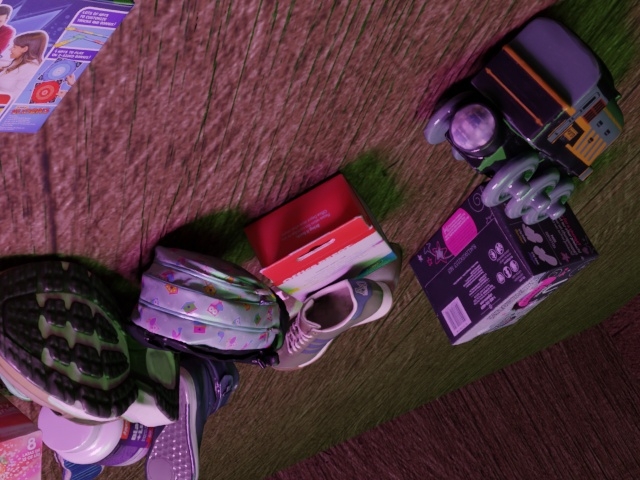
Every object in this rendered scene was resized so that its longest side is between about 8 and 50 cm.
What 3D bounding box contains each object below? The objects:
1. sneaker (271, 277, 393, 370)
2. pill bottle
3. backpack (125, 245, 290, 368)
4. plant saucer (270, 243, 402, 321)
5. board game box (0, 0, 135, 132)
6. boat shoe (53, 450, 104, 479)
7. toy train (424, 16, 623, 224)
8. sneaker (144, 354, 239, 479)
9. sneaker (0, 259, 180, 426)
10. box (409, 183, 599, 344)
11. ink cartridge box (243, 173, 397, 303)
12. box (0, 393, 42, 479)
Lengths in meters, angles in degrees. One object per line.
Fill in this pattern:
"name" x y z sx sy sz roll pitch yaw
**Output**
"sneaker" -0.008 0.099 1.213 0.192 0.064 0.086 -33 154 23
"pill bottle" -0.310 0.256 1.362 0.108 0.108 0.193 -29 162 4
"backpack" -0.131 0.073 1.085 0.152 0.115 0.182 10 176 27
"plant saucer" -0.003 0.106 1.501 0.311 0.050 0.310 -24 161 -9
"board game box" -0.228 -0.120 0.584 0.136 0.035 0.201 -40 158 34
"boat shoe" -0.378 0.327 1.520 0.066 0.066 0.183 -23 156 -23
"toy train" 0.249 -0.127 1.110 0.190 0.142 0.334 -44 158 16
"sneaker" -0.185 0.271 1.453 0.163 0.086 0.226 -30 130 -67
"sneaker" -0.290 0.142 1.065 0.182 0.158 0.410 -13 159 9
"box" 0.276 0.030 1.505 0.142 0.163 0.247 -16 158 -29
"ink cartridge box" 0.000 0.000 1.164 0.134 0.078 0.231 -30 162 5
"box" -0.461 0.264 1.027 0.300 0.154 0.142 -11 116 -41
